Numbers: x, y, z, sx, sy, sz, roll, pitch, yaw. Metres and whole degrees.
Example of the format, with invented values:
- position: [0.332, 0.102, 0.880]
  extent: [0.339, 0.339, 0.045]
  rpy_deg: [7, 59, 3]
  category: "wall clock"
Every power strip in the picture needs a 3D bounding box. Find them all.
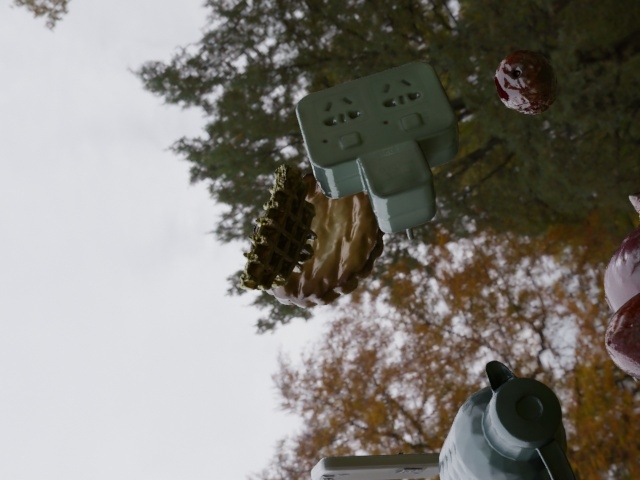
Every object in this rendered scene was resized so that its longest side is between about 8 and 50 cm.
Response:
- position: [0.103, -0.128, 1.146]
  extent: [0.141, 0.230, 0.261]
  rpy_deg: [68, -175, -53]
  category: "power strip"

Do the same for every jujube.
- position: [0.267, -0.198, 0.957]
  extent: [0.129, 0.077, 0.077]
  rpy_deg: [16, -127, -70]
  category: "jujube"

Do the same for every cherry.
- position: [0.650, 0.185, 1.427]
  extent: [0.250, 0.175, 0.192]
  rpy_deg: [-6, -87, -22]
  category: "cherry"

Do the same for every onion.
- position: [0.817, 0.040, 1.724]
  extent: [0.348, 0.348, 0.385]
  rpy_deg: [19, -129, -46]
  category: "onion"

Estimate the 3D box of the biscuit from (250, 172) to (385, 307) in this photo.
- position: [0.000, 0.000, 1.617]
  extent: [0.107, 0.326, 0.325]
  rpy_deg: [42, -144, -50]
  category: "biscuit"

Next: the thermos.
- position: [0.243, 0.273, 0.940]
  extent: [0.182, 0.145, 0.286]
  rpy_deg: [59, 167, 27]
  category: "thermos"

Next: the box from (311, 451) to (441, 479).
- position: [0.129, 0.480, 1.563]
  extent: [0.285, 0.142, 0.044]
  rpy_deg: [1, -119, -12]
  category: "box"

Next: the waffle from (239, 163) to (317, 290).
- position: [-0.067, -0.021, 1.142]
  extent: [0.161, 0.046, 0.191]
  rpy_deg: [-15, -74, -47]
  category: "waffle"

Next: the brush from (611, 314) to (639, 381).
- position: [0.797, 0.269, 1.878]
  extent: [0.218, 0.083, 0.010]
  rpy_deg: [56, -154, -18]
  category: "brush"
